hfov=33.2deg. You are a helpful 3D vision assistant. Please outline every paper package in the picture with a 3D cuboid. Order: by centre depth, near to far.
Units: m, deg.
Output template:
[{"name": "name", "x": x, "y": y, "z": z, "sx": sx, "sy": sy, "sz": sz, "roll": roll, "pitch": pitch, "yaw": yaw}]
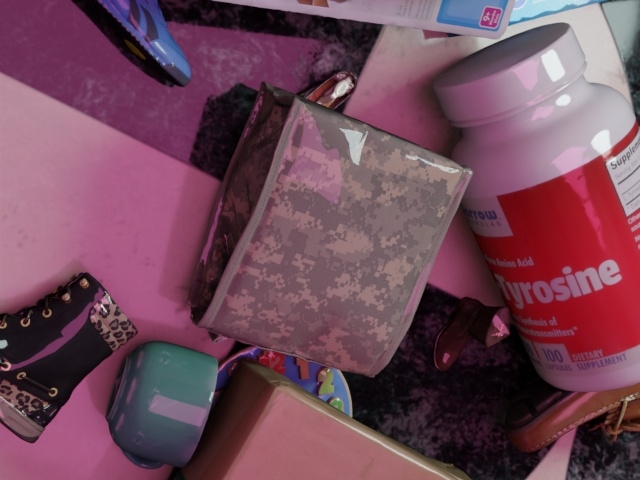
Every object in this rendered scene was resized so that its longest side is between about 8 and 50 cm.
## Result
[{"name": "paper package", "x": -0.025, "y": 0.344, "z": 1.205, "sx": 0.309, "sy": 0.168, "sz": 0.325, "roll": 31, "pitch": 85, "yaw": -14}]

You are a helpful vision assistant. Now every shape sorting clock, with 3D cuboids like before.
[{"name": "shape sorting clock", "x": -0.057, "y": 0.221, "z": 1.298, "sx": 0.206, "sy": 0.040, "sz": 0.206, "roll": -3, "pitch": 98, "yaw": -20}]

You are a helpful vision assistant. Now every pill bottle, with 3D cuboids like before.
[{"name": "pill bottle", "x": 0.295, "y": -0.041, "z": 1.294, "sx": 0.229, "sy": 0.229, "sz": 0.407, "roll": -31, "pitch": 106, "yaw": -14}]

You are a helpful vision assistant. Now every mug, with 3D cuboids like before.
[{"name": "mug", "x": -0.187, "y": 0.190, "z": 1.197, "sx": 0.097, "sy": 0.129, "sz": 0.157, "roll": 20, "pitch": 92, "yaw": -14}]

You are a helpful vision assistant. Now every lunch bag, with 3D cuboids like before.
[{"name": "lunch bag", "x": 0.000, "y": 0.000, "z": 1.217, "sx": 0.235, "sy": 0.169, "sz": 0.287, "roll": 19, "pitch": 98, "yaw": -22}]

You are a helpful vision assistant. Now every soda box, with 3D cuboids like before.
[{"name": "soda box", "x": 0.258, "y": -0.310, "z": 1.329, "sx": 0.210, "sy": 0.067, "sz": 0.071, "roll": -17, "pitch": 103, "yaw": -18}]

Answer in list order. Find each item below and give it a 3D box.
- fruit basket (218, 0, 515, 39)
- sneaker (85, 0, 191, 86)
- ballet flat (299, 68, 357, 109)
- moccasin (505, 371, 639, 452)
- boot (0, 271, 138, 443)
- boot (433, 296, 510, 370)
[{"name": "fruit basket", "x": 0.080, "y": -0.379, "z": 1.078, "sx": 0.353, "sy": 0.165, "sz": 0.327, "roll": 2, "pitch": 110, "yaw": -28}, {"name": "sneaker", "x": -0.201, "y": -0.261, "z": 1.164, "sx": 0.082, "sy": 0.069, "sz": 0.209, "roll": -47, "pitch": 110, "yaw": -13}, {"name": "ballet flat", "x": 0.000, "y": -0.164, "z": 1.267, "sx": 0.114, "sy": 0.041, "sz": 0.041, "roll": -42, "pitch": 109, "yaw": -11}, {"name": "moccasin", "x": 0.414, "y": 0.193, "z": 1.431, "sx": 0.380, "sy": 0.139, "sz": 0.147, "roll": -23, "pitch": 96, "yaw": -26}, {"name": "boot", "x": -0.327, "y": 0.083, "z": 1.155, "sx": 0.178, "sy": 0.085, "sz": 0.236, "roll": -43, "pitch": 116, "yaw": -13}, {"name": "boot", "x": 0.190, "y": 0.124, "z": 1.338, "sx": 0.037, "sy": 0.114, "sz": 0.106, "roll": 22, "pitch": 89, "yaw": -22}]
